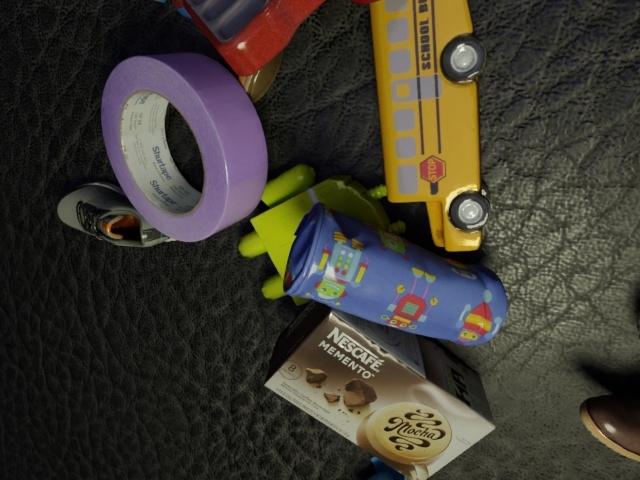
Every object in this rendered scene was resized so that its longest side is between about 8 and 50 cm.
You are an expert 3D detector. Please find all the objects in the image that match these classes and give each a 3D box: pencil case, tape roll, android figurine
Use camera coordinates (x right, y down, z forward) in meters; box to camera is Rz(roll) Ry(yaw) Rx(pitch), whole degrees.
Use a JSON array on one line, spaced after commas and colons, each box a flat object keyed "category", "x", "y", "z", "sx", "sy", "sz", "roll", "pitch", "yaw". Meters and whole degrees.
[{"category": "pencil case", "x": 0.101, "y": 0.050, "z": 0.589, "sx": 0.306, "sy": 0.133, "sz": 0.119, "roll": 19, "pitch": 123, "yaw": -19}, {"category": "tape roll", "x": -0.214, "y": -0.140, "z": 0.678, "sx": 0.274, "sy": 0.090, "sz": 0.275, "roll": 16, "pitch": 121, "yaw": 29}, {"category": "android figurine", "x": 0.000, "y": 0.000, "z": 0.704, "sx": 0.272, "sy": 0.056, "sz": 0.248, "roll": -26, "pitch": 97, "yaw": 26}]

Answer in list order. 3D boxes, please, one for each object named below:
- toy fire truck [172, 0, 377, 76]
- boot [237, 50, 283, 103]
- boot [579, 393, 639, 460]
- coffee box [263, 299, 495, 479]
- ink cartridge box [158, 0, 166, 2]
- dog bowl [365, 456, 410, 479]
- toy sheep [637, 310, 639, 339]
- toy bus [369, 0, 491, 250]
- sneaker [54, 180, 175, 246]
[{"category": "toy fire truck", "x": -0.055, "y": -0.328, "z": 0.477, "sx": 0.254, "sy": 0.169, "sz": 0.302, "roll": -40, "pitch": 51, "yaw": 6}, {"category": "boot", "x": -0.129, "y": -0.313, "z": 0.641, "sx": 0.152, "sy": 0.073, "sz": 0.197, "roll": 20, "pitch": 101, "yaw": 12}, {"category": "boot", "x": 0.485, "y": 0.196, "z": 0.547, "sx": 0.248, "sy": 0.090, "sz": 0.207, "roll": 13, "pitch": 128, "yaw": -6}, {"category": "coffee box", "x": 0.087, "y": 0.211, "z": 0.671, "sx": 0.297, "sy": 0.119, "sz": 0.168, "roll": 37, "pitch": 113, "yaw": -9}, {"category": "ink cartridge box", "x": -0.273, "y": -0.502, "z": 0.558, "sx": 0.198, "sy": 0.197, "sz": 0.270, "roll": 42, "pitch": 116, "yaw": 4}, {"category": "dog bowl", "x": 0.076, "y": 0.510, "z": 0.794, "sx": 0.074, "sy": 0.166, "sz": 0.297, "roll": 38, "pitch": 116, "yaw": -9}, {"category": "toy sheep", "x": 0.454, "y": 0.113, "z": 0.559, "sx": 0.091, "sy": 0.091, "sz": 0.132, "roll": 9, "pitch": 116, "yaw": 17}, {"category": "toy bus", "x": 0.148, "y": -0.157, "z": 0.568, "sx": 0.130, "sy": 0.108, "sz": 0.333, "roll": -2, "pitch": 107, "yaw": 21}, {"category": "sneaker", "x": -0.387, "y": -0.046, "z": 0.803, "sx": 0.271, "sy": 0.108, "sz": 0.100, "roll": 8, "pitch": 112, "yaw": 19}]
